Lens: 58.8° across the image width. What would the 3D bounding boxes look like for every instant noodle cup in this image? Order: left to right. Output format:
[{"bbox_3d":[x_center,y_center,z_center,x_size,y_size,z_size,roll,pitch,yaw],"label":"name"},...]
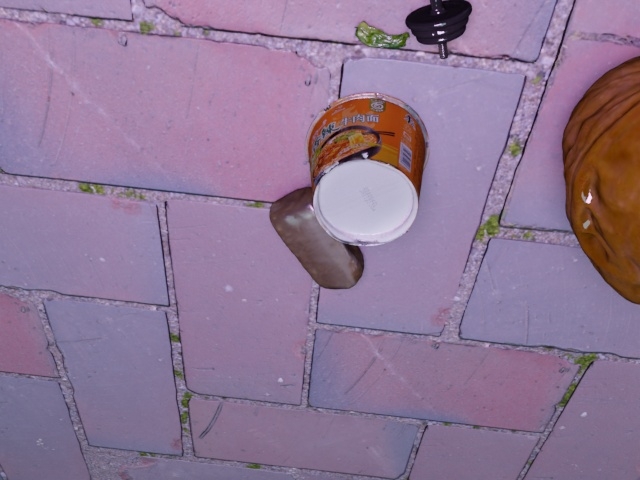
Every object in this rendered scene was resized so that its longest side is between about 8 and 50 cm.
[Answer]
[{"bbox_3d":[0.079,-0.111,0.980,0.230,0.182,0.230,2,129,3],"label":"instant noodle cup"}]

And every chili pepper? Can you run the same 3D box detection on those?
[{"bbox_3d":[0.096,-0.324,0.906,0.091,0.030,0.034,12,104,-7],"label":"chili pepper"}]

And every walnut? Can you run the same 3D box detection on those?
[{"bbox_3d":[0.523,-0.084,0.841,0.307,0.354,0.398,-28,129,6],"label":"walnut"}]

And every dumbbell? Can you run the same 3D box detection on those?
[{"bbox_3d":[0.165,-0.364,0.821,0.099,0.099,0.209,-10,126,13],"label":"dumbbell"}]

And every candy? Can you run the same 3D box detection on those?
[{"bbox_3d":[0.000,0.000,1.126,0.104,0.102,0.234,-21,122,20],"label":"candy"}]
